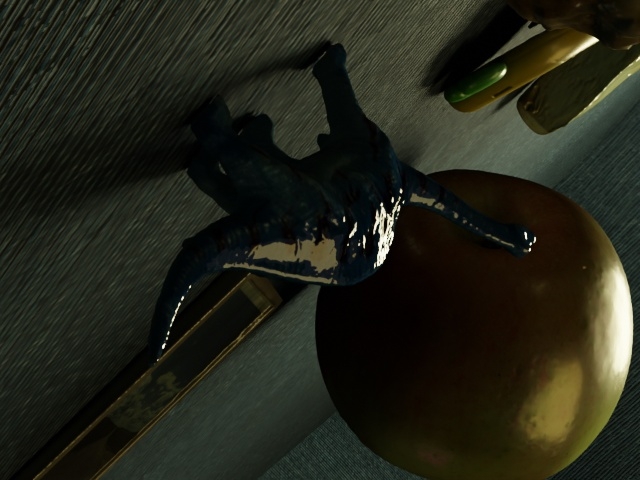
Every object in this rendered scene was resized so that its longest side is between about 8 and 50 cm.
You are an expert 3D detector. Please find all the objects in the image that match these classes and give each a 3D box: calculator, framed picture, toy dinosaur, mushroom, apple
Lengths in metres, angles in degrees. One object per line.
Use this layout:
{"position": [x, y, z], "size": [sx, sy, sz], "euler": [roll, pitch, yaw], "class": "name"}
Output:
{"position": [0.183, -0.155, 1.245], "size": [0.146, 0.032, 0.235], "euler": [-28, -178, 46], "class": "calculator"}
{"position": [-0.137, 0.115, 1.203], "size": [0.260, 0.023, 0.189], "euler": [-44, 169, -5], "class": "framed picture"}
{"position": [-0.010, -0.025, 0.794], "size": [0.329, 0.144, 0.076], "euler": [-13, 154, -51], "class": "toy dinosaur"}
{"position": [0.355, -0.237, 1.666], "size": [0.333, 0.087, 0.107], "euler": [-40, 172, -20], "class": "mushroom"}
{"position": [0.151, 0.078, 1.447], "size": [0.319, 0.319, 0.277], "euler": [-35, 151, -51], "class": "apple"}

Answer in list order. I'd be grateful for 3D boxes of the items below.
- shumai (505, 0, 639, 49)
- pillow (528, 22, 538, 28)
{"position": [0.223, -0.179, 0.945], "size": [0.209, 0.153, 0.161], "euler": [-26, 171, -13], "class": "shumai"}
{"position": [0.249, -0.243, 1.278], "size": [0.135, 0.034, 0.211], "euler": [-52, 171, 32], "class": "pillow"}
